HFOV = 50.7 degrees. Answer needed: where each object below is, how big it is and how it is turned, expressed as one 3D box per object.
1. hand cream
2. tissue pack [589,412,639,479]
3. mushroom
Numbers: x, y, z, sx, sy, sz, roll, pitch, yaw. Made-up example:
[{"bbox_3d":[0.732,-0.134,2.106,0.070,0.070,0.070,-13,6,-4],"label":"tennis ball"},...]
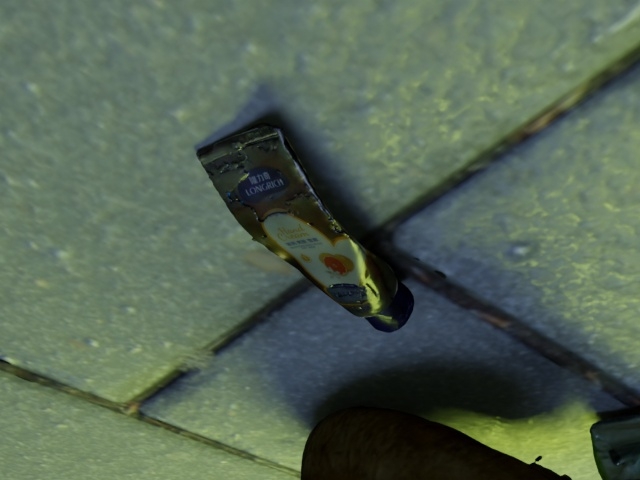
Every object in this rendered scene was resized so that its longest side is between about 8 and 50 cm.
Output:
[{"bbox_3d":[0.000,0.000,0.390,0.062,0.039,0.163,-9,138,40],"label":"hand cream"},{"bbox_3d":[0.352,0.218,0.585,0.173,0.073,0.235,-19,135,25],"label":"tissue pack"},{"bbox_3d":[0.110,0.252,0.529,0.283,0.195,0.263,10,138,9],"label":"mushroom"}]
